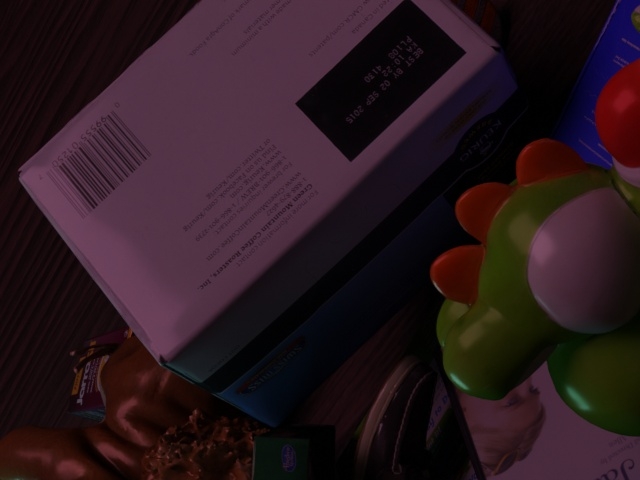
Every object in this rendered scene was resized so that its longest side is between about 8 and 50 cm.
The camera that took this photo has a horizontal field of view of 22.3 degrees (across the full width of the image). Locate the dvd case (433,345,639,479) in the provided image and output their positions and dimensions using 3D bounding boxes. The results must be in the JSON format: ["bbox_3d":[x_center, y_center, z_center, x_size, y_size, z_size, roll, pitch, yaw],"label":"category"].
[{"bbox_3d":[0.185,0.118,1.165,0.180,0.022,0.253,-33,37,13],"label":"dvd case"}]

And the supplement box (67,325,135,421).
[{"bbox_3d":[-0.246,0.174,2.067,0.188,0.081,0.104,-19,57,61],"label":"supplement box"}]

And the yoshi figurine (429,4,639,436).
[{"bbox_3d":[0.233,-0.018,0.951,0.362,0.203,0.203,-44,75,22],"label":"yoshi figurine"}]

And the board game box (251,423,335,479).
[{"bbox_3d":[-0.021,0.262,1.339,0.317,0.046,0.213,53,-140,-84],"label":"board game box"}]

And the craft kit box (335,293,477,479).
[{"bbox_3d":[0.113,0.178,1.335,0.250,0.061,0.247,-60,29,25],"label":"craft kit box"}]

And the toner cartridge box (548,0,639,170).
[{"bbox_3d":[0.279,-0.052,1.110,0.165,0.075,0.348,-66,25,15],"label":"toner cartridge box"}]

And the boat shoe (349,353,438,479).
[{"bbox_3d":[0.062,0.201,1.274,0.073,0.080,0.223,21,104,23],"label":"boat shoe"}]

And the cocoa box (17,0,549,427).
[{"bbox_3d":[-0.018,-0.059,1.338,0.347,0.228,0.231,-43,62,2],"label":"cocoa box"}]

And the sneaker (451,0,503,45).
[{"bbox_3d":[0.067,-0.085,1.561,0.321,0.124,0.180,-66,18,-13],"label":"sneaker"}]

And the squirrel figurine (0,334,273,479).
[{"bbox_3d":[-0.151,0.256,1.612,0.397,0.281,0.370,10,61,49],"label":"squirrel figurine"}]
